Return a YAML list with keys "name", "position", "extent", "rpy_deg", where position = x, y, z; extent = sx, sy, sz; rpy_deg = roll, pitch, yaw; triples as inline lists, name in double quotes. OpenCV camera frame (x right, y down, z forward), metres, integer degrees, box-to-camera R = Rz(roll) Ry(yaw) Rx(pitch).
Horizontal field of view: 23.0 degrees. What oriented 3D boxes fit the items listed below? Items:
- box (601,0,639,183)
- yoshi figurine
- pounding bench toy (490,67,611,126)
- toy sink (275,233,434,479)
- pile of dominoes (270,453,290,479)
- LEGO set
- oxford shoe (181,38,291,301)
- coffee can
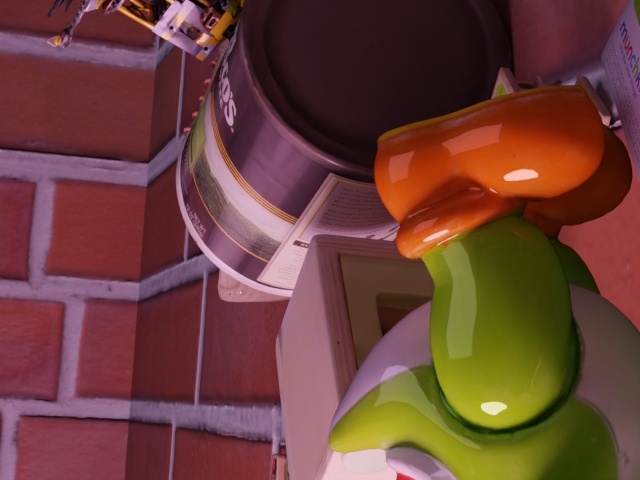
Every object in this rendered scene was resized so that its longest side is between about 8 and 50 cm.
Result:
- name: "box"
  position: [0.216, -0.055, 0.550]
  extent: [0.231, 0.126, 0.262]
  rpy_deg: [111, 160, -45]
- name: "yoshi figurine"
  position: [0.141, 0.117, 0.678]
  extent: [0.203, 0.203, 0.362]
  rpy_deg: [152, 110, -64]
- name: "pounding bench toy"
  position: [0.138, -0.057, 0.983]
  extent: [0.052, 0.065, 0.083]
  rpy_deg: [-106, 25, -53]
- name: "toy sink"
  position: [0.066, 0.122, 1.033]
  extent: [0.131, 0.152, 0.234]
  rpy_deg: [110, 161, -43]
- name: "pile of dominoes"
  position: [-0.002, 0.241, 1.486]
  extent: [0.251, 0.040, 0.196]
  rpy_deg: [150, 124, -74]
- name: "LEGO set"
  position: [-0.135, -0.320, 1.352]
  extent: [0.255, 0.192, 0.331]
  rpy_deg: [-44, 31, 31]
- name: "oxford shoe"
  position: [-0.073, -0.134, 1.490]
  extent: [0.140, 0.146, 0.397]
  rpy_deg: [41, -143, -73]
- name: "coffee can"
  position: [0.008, -0.091, 1.237]
  extent: [0.275, 0.201, 0.202]
  rpy_deg: [126, 146, -64]
